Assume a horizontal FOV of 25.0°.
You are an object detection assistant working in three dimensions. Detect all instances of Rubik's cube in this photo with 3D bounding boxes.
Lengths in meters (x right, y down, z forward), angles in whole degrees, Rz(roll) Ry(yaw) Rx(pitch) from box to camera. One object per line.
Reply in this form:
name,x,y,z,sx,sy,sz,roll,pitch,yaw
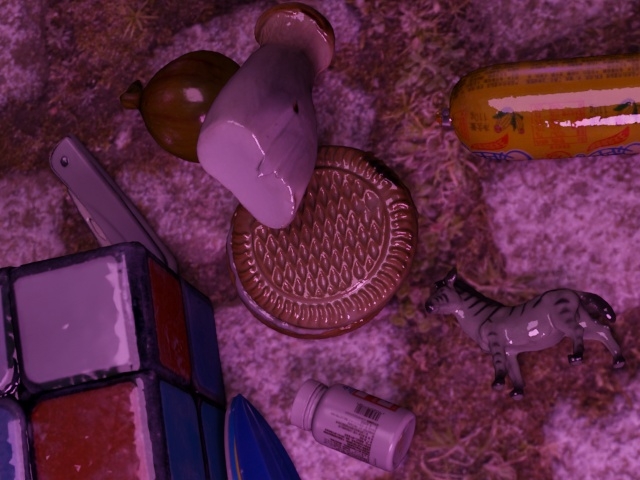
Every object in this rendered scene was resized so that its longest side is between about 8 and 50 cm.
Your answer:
Rubik's cube,-0.293,0.210,1.717,0.313,0.318,0.316,-12,73,10

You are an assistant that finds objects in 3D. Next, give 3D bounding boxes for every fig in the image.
fig,-0.181,-0.184,1.886,0.186,0.142,0.148,9,51,5

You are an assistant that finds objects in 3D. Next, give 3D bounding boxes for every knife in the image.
knife,-0.282,-0.032,1.927,0.073,0.040,0.265,-43,68,13

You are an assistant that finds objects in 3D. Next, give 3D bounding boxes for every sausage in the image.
sausage,0.311,-0.162,1.754,0.347,0.123,0.123,-4,74,15

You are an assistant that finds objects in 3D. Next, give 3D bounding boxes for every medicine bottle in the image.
medicine bottle,0.039,0.220,1.747,0.140,0.079,0.079,20,81,20

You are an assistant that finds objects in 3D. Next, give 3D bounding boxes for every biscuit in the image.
biscuit,0.000,0.000,1.818,0.259,0.079,0.259,-4,74,14

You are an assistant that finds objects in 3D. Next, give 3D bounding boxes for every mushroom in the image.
mushroom,-0.056,-0.170,1.806,0.122,0.159,0.329,-6,37,19

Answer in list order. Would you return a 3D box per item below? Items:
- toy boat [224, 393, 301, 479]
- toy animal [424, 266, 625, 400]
toy boat,-0.065,0.323,1.724,0.088,0.129,0.295,-23,70,19
toy animal,0.242,0.098,1.732,0.217,0.073,0.176,-15,57,7
